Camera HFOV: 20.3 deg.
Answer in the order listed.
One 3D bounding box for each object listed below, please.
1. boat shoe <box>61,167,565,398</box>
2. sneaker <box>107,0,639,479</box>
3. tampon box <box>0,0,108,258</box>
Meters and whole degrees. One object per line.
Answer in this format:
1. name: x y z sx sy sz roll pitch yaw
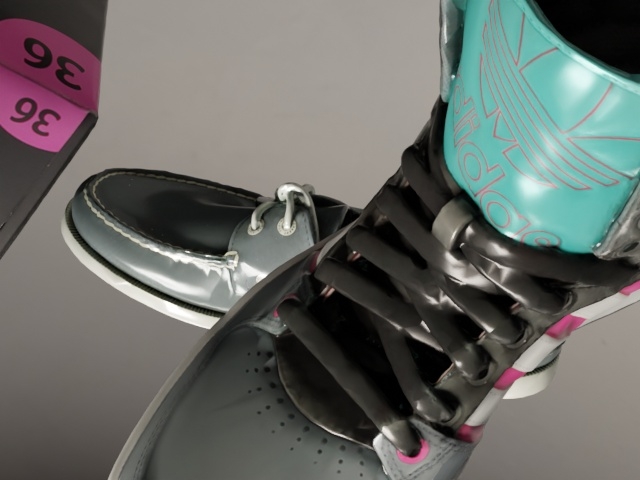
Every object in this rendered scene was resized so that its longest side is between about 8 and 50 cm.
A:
1. boat shoe: 0.000 0.000 1.084 0.319 0.099 0.116 17 39 6
2. sneaker: 0.050 -0.003 0.566 0.295 0.178 0.124 -40 70 -21
3. tampon box: -0.131 -0.067 0.484 0.101 0.120 0.161 -51 24 26
